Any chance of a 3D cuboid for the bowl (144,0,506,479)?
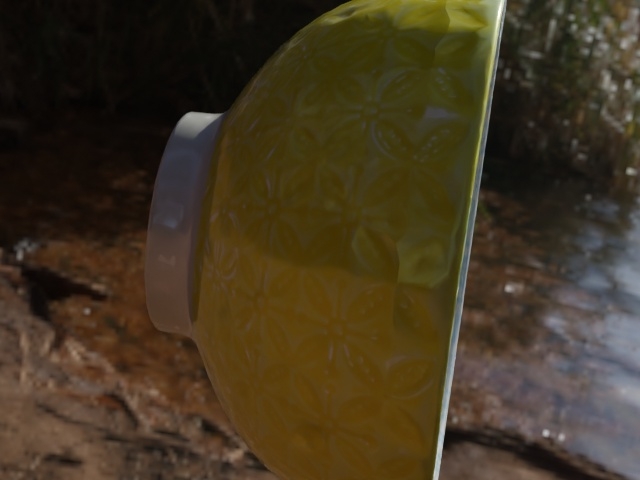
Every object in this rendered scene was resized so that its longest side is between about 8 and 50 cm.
[{"bbox_3d":[0.000,0.000,0.699,0.156,0.289,0.289,9,17,7],"label":"bowl"}]
